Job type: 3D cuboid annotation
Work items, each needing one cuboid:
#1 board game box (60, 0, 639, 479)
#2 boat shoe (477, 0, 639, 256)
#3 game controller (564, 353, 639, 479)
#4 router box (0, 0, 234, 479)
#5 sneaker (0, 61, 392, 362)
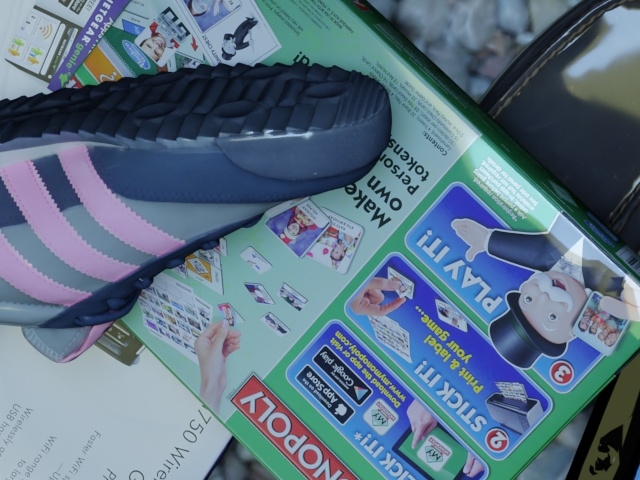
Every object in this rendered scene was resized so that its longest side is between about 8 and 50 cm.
[{"bbox_3d":[0.000,0.000,0.940,0.317,0.046,0.213,45,109,9],"label":"board game box"},{"bbox_3d":[0.101,0.014,1.006,0.132,0.130,0.355,34,100,3],"label":"boat shoe"},{"bbox_3d":[0.214,0.177,1.043,0.166,0.067,0.319,21,99,5],"label":"game controller"},{"bbox_3d":[-0.153,0.001,1.064,0.301,0.082,0.335,33,100,3],"label":"router box"},{"bbox_3d":[-0.104,-0.008,0.910,0.319,0.112,0.131,-7,112,23],"label":"sneaker"}]
